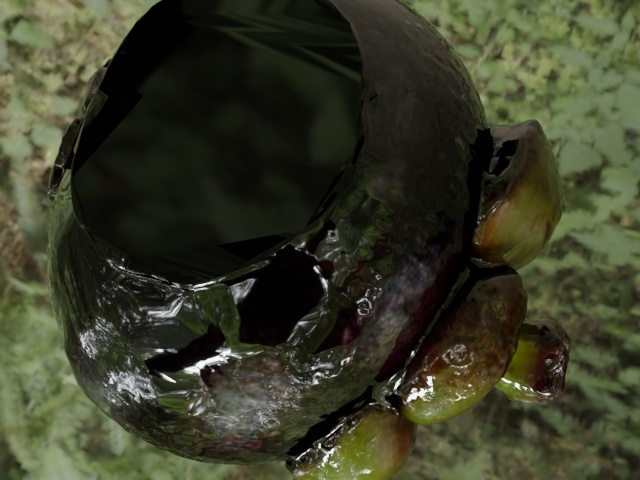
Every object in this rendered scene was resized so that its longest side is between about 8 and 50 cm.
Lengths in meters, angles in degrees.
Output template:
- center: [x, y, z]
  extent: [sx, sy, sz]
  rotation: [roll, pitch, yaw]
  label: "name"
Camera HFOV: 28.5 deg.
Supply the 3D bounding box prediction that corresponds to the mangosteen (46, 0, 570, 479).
- center: [-0.003, -0.003, 0.662]
  extent: [0.288, 0.287, 0.233]
  rotation: [10, 151, 19]
  label: "mangosteen"
